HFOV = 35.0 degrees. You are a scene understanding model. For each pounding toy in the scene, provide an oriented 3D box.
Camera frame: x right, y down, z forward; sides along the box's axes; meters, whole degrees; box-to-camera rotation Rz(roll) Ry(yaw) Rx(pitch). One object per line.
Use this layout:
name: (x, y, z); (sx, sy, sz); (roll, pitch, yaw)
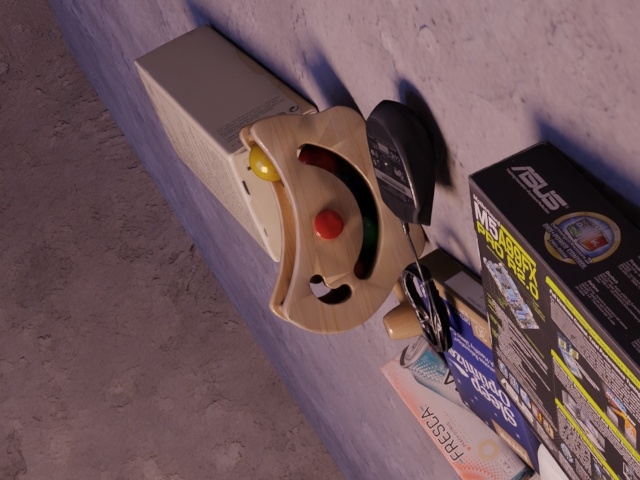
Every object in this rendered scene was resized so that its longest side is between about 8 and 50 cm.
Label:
pounding toy: (0.000, 0.000, 1.003); (0.269, 0.154, 0.155); (61, 168, -9)

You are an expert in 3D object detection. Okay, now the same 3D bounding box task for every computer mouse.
computer mouse: (0.087, -0.009, 0.850); (0.071, 0.041, 0.242); (41, 152, 54)

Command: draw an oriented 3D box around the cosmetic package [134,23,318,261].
cosmetic package: (-0.097, -0.124, 1.201); (0.309, 0.113, 0.160); (46, 163, 49)

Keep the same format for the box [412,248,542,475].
box: (0.162, 0.126, 0.941); (0.136, 0.036, 0.225); (42, 160, 55)

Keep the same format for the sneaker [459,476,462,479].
sneaker: (0.192, 0.282, 1.161); (0.059, 0.053, 0.144); (34, 144, 63)

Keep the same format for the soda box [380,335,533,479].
soda box: (0.144, 0.192, 1.079); (0.183, 0.063, 0.058); (52, -177, 28)

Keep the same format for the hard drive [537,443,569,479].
hard drive: (0.297, 0.316, 0.836); (0.307, 0.040, 0.203); (48, 164, 42)

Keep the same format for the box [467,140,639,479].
box: (0.187, 0.100, 0.611); (0.270, 0.060, 0.216); (-123, 13, -47)
